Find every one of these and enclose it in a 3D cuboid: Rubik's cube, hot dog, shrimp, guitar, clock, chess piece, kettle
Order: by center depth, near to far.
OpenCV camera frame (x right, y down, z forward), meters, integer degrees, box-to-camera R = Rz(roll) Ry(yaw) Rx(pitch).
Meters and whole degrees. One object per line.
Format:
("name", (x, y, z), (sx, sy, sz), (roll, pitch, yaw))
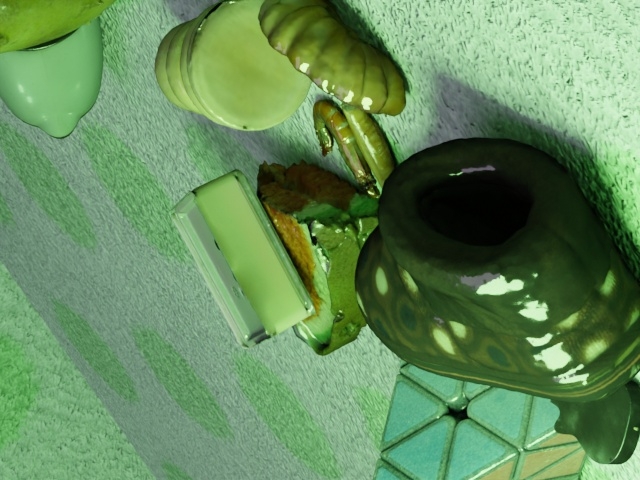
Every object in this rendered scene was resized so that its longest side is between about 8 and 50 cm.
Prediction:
("guitar", (0.248, 0.161, 1.997), (0.233, 0.025, 0.088), (24, 105, 52))
("hot dog", (0.060, -0.091, 2.031), (0.044, 0.028, 0.137), (-109, -6, -62))
("shrimp", (0.027, -0.096, 2.092), (0.127, 0.025, 0.091), (59, 162, 8))
("chess piece", (-0.108, -0.195, 2.095), (0.142, 0.143, 0.261), (56, 168, -15))
("Rubik's cube", (0.189, 0.218, 2.143), (0.233, 0.228, 0.228), (12, -162, 5))
("clock", (-0.093, 0.024, 2.231), (0.192, 0.071, 0.147), (62, 163, 2))
("kettle", (-0.367, -0.277, 2.495), (0.236, 0.161, 0.221), (87, 168, -64))

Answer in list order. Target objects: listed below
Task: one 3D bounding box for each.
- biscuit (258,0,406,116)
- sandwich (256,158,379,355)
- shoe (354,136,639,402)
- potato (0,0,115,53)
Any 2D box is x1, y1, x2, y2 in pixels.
("biscuit", (0.009, -0.192, 1.894), (0.183, 0.061, 0.118), (44, -158, 18))
("sandwich", (0.006, 0.013, 2.239), (0.212, 0.109, 0.292), (46, 158, 43))
("shoe", (0.134, 0.012, 1.827), (0.384, 0.171, 0.237), (19, 150, 55))
("potato", (-0.341, -0.312, 2.020), (0.270, 0.359, 0.219), (46, 152, -11))
